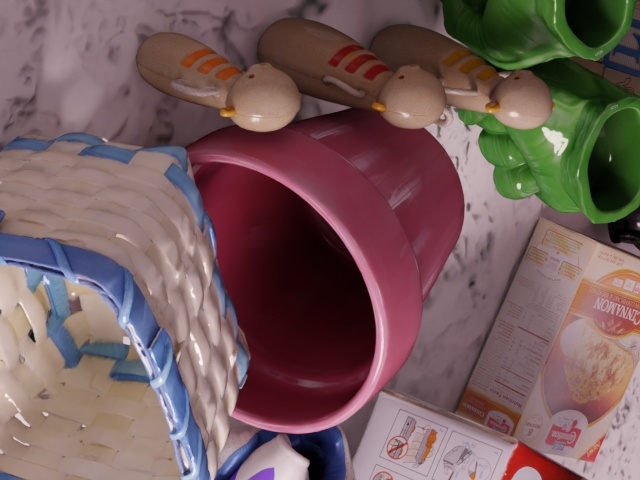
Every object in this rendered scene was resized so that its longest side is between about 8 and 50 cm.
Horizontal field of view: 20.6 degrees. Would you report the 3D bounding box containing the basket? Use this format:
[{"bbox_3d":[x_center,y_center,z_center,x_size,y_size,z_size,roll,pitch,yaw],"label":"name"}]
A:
[{"bbox_3d":[-0.166,0.095,1.007,0.289,0.201,0.254,-63,149,-47],"label":"basket"}]

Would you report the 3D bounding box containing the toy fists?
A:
[{"bbox_3d":[0.156,-0.138,1.291,0.096,0.142,0.279,-32,130,-19],"label":"toy fists"}]

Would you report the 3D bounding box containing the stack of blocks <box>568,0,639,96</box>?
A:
[{"bbox_3d":[0.293,-0.231,1.358,0.087,0.171,0.297,-14,118,-41],"label":"stack of blocks"}]

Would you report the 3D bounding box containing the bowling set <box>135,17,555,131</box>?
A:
[{"bbox_3d":[0.033,-0.170,1.133,0.287,0.154,0.199,-11,118,-43],"label":"bowling set"}]

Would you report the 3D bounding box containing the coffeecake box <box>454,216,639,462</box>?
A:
[{"bbox_3d":[0.214,0.089,1.519,0.142,0.068,0.185,17,97,-50],"label":"coffeecake box"}]

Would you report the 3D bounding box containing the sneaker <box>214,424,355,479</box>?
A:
[{"bbox_3d":[-0.098,0.224,1.167,0.323,0.130,0.236,-24,147,-52],"label":"sneaker"}]

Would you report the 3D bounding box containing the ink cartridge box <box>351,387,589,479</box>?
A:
[{"bbox_3d":[0.096,0.305,1.391,0.272,0.130,0.309,32,79,-57],"label":"ink cartridge box"}]

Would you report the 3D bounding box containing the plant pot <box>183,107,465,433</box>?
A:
[{"bbox_3d":[0.000,0.000,1.173,0.180,0.201,0.201,-37,135,-48],"label":"plant pot"}]

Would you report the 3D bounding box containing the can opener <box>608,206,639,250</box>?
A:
[{"bbox_3d":[0.315,-0.013,1.576,0.186,0.059,0.073,20,89,-50],"label":"can opener"}]
